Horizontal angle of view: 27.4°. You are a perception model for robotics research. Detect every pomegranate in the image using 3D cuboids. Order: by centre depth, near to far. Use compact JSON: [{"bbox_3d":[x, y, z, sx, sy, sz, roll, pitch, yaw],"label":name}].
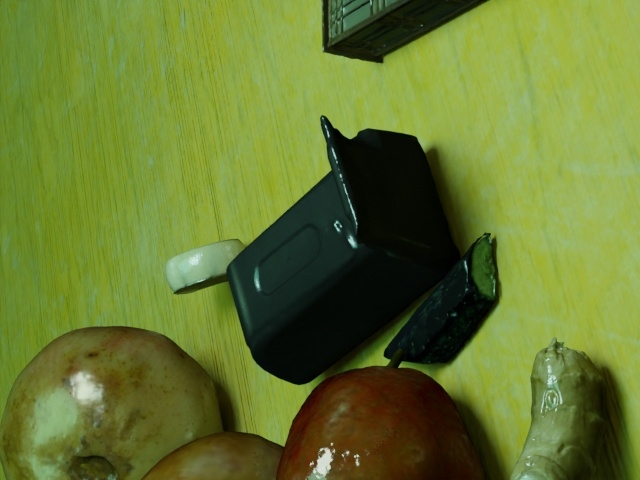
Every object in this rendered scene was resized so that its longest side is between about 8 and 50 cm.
[{"bbox_3d":[-0.292,0.278,1.887,0.338,0.338,0.338,-15,73,58],"label":"pomegranate"}]

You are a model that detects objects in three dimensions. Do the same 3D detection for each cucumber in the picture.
[{"bbox_3d":[0.132,0.088,1.439,0.220,0.046,0.070,-57,47,40],"label":"cucumber"}]

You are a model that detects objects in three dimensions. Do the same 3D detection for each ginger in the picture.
[{"bbox_3d":[0.220,0.183,1.207,0.069,0.095,0.190,-30,41,56],"label":"ginger"}]

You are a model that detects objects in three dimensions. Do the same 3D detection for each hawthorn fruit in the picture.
[{"bbox_3d":[0.063,0.232,1.385,0.224,0.224,0.261,-50,27,44],"label":"hawthorn fruit"}]

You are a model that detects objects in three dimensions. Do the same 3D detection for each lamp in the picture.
[{"bbox_3d":[0.119,-0.292,1.475,0.325,0.089,0.090,-18,69,56],"label":"lamp"}]

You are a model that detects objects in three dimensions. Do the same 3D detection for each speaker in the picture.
[{"bbox_3d":[-0.007,0.017,1.517,0.388,0.184,0.180,-43,56,45],"label":"speaker"}]

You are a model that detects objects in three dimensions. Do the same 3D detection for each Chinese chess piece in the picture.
[{"bbox_3d":[-0.160,0.037,1.858,0.122,0.122,0.051,-26,79,55],"label":"Chinese chess piece"}]

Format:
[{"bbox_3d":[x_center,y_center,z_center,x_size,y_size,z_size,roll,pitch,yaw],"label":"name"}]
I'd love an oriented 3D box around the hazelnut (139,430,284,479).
[{"bbox_3d":[-0.101,0.408,1.534,0.372,0.315,0.372,-164,90,-86],"label":"hazelnut"}]
